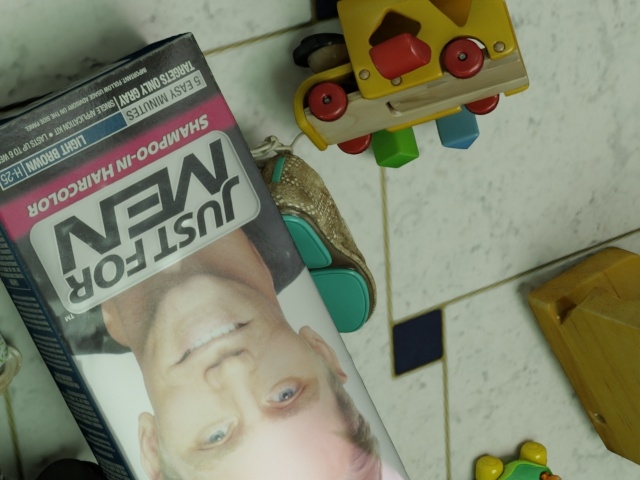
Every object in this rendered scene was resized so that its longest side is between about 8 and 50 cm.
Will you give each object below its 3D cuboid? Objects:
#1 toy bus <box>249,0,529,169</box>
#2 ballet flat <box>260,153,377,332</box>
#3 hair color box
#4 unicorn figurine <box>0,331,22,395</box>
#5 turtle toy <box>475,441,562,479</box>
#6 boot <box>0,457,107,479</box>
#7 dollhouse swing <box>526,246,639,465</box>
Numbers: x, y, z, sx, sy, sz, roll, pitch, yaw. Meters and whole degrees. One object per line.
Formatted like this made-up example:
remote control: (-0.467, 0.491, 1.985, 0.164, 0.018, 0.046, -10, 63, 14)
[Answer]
toy bus: (0.049, -0.135, 1.233, 0.202, 0.191, 0.104, -2, 70, -34)
ballet flat: (0.000, 0.000, 1.282, 0.206, 0.073, 0.067, 65, 26, -60)
hair color box: (-0.094, 0.055, 1.145, 0.174, 0.105, 0.347, -30, 101, -19)
unicorn figurine: (-0.255, 0.059, 1.157, 0.111, 0.060, 0.162, -42, 148, -7)
turtle toy: (0.168, 0.241, 1.522, 0.130, 0.066, 0.095, -13, 119, -29)
boot: (-0.222, 0.161, 1.131, 0.091, 0.263, 0.229, -19, 116, 13)
dollhouse swing: (0.437, 0.081, 1.457, 0.305, 0.347, 0.315, -47, 130, -18)
